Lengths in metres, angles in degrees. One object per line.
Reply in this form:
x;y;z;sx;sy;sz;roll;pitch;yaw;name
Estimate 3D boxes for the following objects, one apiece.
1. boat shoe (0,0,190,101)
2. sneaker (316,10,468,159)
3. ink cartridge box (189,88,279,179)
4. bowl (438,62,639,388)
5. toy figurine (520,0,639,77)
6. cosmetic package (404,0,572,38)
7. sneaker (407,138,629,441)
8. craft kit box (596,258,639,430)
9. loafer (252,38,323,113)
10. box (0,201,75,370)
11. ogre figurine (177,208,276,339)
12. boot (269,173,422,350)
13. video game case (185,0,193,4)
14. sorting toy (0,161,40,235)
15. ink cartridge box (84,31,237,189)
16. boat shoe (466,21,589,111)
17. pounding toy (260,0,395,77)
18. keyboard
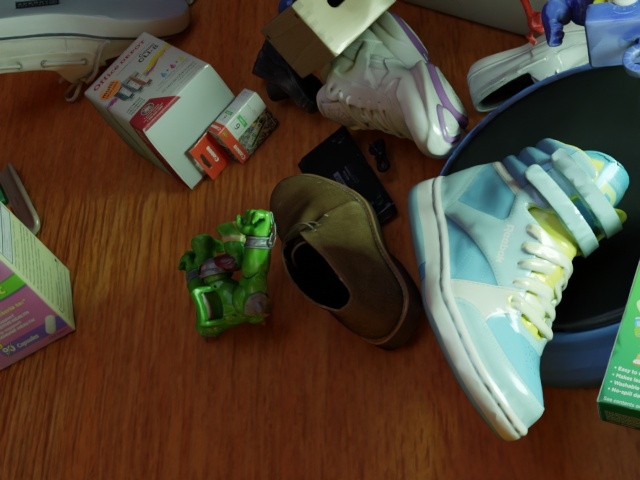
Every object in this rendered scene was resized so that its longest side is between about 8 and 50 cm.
-0.379;-0.290;2.042;0.367;0.156;0.136;-6;38;-8;boat shoe
0.083;-0.163;1.626;0.152;0.114;0.305;-33;32;6;sneaker
-0.112;-0.136;1.763;0.115;0.063;0.029;-50;41;-13;ink cartridge box
0.283;-0.032;1.385;0.391;0.077;0.391;-19;45;20;bowl
0.356;-0.221;1.362;0.363;0.191;0.217;0;44;15;toy figurine
0.216;-0.491;1.656;0.329;0.327;0.394;-49;42;-12;cosmetic package
0.202;0.022;1.241;0.208;0.127;0.319;-26;43;15;sneaker
0.394;0.068;1.166;0.250;0.061;0.246;12;65;22;craft kit box
-0.043;-0.208;1.793;0.061;0.062;0.170;-53;35;17;loafer
-0.468;0.057;1.702;0.214;0.243;0.117;-28;42;10;box
-0.109;0.045;1.557;0.197;0.097;0.118;-17;71;36;ogre figurine
0.000;0.000;1.509;0.112;0.115;0.305;-56;37;14;boot
-0.207;-0.465;2.157;0.183;0.023;0.201;20;65;44;video game case
-0.507;-0.018;1.944;0.196;0.047;0.347;-38;42;0;sorting toy
-0.206;-0.177;1.817;0.128;0.127;0.176;-47;41;-10;ink cartridge box
0.256;-0.199;1.566;0.184;0.066;0.063;-15;57;22;boat shoe
0.014;-0.299;1.697;0.181;0.094;0.206;-45;10;-18;pounding toy
0.043;-0.075;1.633;0.108;0.023;0.180;-38;42;9;keyboard
